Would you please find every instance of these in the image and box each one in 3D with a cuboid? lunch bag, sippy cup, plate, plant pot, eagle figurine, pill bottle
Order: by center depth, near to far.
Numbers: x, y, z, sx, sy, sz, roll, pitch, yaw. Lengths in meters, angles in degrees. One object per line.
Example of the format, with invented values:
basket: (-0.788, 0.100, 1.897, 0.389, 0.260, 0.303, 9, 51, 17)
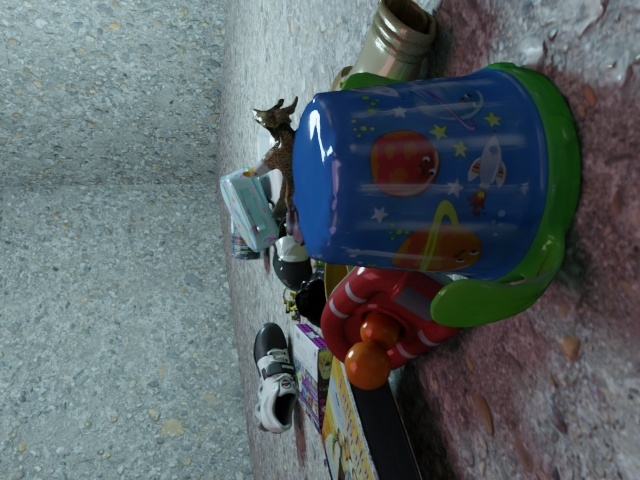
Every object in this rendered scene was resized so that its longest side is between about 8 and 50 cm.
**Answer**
sippy cup: (0.093, -0.065, 0.541, 0.305, 0.224, 0.239, -147, 56, -71)
plant pot: (0.071, 0.073, 0.861, 0.134, 0.095, 0.134, 177, 90, -74)
eagle figurine: (-0.069, -0.170, 1.217, 0.226, 0.225, 0.298, -55, -52, -45)
plate: (-0.156, -0.236, 1.647, 0.278, 0.045, 0.277, -148, 54, -68)
lunch bag: (-0.223, -0.097, 1.695, 0.279, 0.108, 0.224, 66, 163, -10)
pill bottle: (-0.262, -0.058, 1.910, 0.130, 0.131, 0.245, -146, 55, -70)

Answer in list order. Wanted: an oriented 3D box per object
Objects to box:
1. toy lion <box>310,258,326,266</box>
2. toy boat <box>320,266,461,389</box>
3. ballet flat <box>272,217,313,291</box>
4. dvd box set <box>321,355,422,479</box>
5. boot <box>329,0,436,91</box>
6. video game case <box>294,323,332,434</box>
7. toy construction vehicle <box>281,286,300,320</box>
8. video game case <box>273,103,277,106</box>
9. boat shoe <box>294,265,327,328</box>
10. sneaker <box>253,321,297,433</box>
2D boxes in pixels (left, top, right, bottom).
toy lion: (0.000, 0.000, 1.215, 0.096, 0.034, 0.100, 121, 143, -49)
toy boat: (0.076, 0.124, 0.681, 0.151, 0.151, 0.231, -61, 3, -33)
ballet flat: (-0.076, 0.020, 1.306, 0.280, 0.095, 0.096, -111, 20, -63)
dvd box set: (0.073, 0.389, 0.879, 0.420, 0.062, 0.307, 95, 163, -49)
boot: (0.085, -0.261, 0.773, 0.261, 0.095, 0.203, -90, 17, -52)
video game case: (-0.019, 0.337, 1.305, 0.232, 0.042, 0.210, -166, 74, -73)
toy construction vehicle: (-0.089, 0.184, 1.527, 0.086, 0.035, 0.098, 177, 91, -73)
video game case: (-0.145, -0.364, 1.674, 0.087, 0.011, 0.121, 148, 118, -71)
boat shoe: (0.007, 0.123, 1.054, 0.340, 0.113, 0.127, -144, 52, -70)
sneaker: (-0.121, 0.411, 1.575, 0.146, 0.123, 0.330, -18, 74, 54)
